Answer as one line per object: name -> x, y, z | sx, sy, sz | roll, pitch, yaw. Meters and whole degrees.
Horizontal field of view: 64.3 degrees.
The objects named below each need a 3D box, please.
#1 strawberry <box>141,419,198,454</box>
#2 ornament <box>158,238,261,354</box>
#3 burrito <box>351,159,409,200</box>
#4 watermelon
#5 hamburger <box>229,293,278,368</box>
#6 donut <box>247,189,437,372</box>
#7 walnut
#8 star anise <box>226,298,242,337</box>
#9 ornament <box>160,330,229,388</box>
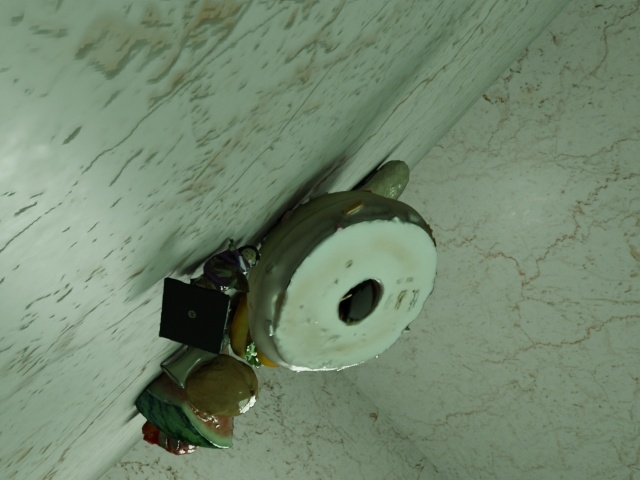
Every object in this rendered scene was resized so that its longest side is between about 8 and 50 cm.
strawberry -> -0.410, 0.534, 1.598 | 0.265, 0.149, 0.336 | -43, -165, -8
ornament -> -0.126, 0.044, 0.661 | 0.203, 0.088, 0.081 | -62, 168, -59
burrito -> 0.123, -0.100, 1.413 | 0.299, 0.105, 0.143 | -41, 171, -27
watermelon -> -0.369, 0.389, 1.344 | 0.250, 0.293, 0.283 | -5, 146, 3
hamburger -> -0.102, 0.202, 1.243 | 0.246, 0.169, 0.246 | 17, 90, -77
donut -> 0.039, 0.074, 0.932 | 0.382, 0.142, 0.383 | -15, 128, -20
walnut -> -0.224, 0.335, 1.179 | 0.166, 0.166, 0.149 | -30, 122, -75
star anise -> -0.213, 0.202, 1.305 | 0.124, 0.056, 0.129 | -47, -169, 48
ornament -> -0.276, 0.251, 1.147 | 0.156, 0.075, 0.081 | -45, -170, -27
